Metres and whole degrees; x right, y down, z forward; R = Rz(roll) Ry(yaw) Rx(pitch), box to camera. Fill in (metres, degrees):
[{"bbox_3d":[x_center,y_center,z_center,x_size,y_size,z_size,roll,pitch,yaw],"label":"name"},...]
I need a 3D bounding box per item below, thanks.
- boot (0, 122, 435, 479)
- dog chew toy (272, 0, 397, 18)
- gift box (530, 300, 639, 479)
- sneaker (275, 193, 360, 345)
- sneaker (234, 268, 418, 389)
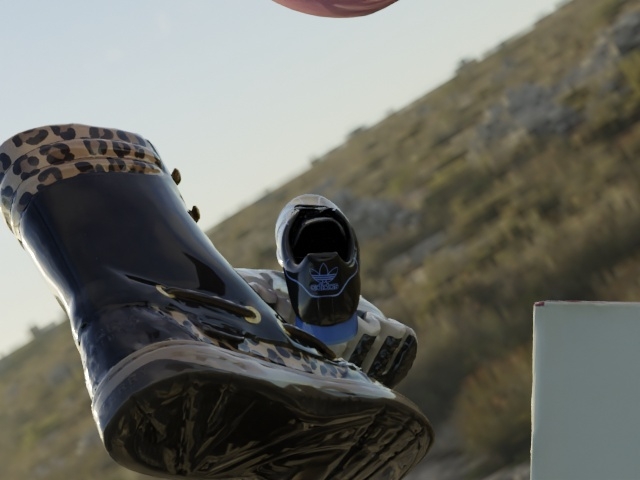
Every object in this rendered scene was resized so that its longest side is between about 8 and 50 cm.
[{"bbox_3d":[-0.083,0.065,1.344,0.138,0.284,0.377,-47,-35,17],"label":"boot"},{"bbox_3d":[-0.028,-0.303,1.069,0.206,0.332,0.206,-34,16,11],"label":"dog chew toy"},{"bbox_3d":[0.225,0.159,0.792,0.276,0.258,0.255,-3,-6,38],"label":"gift box"},{"bbox_3d":[0.000,0.000,1.569,0.081,0.090,0.232,-5,29,-5],"label":"sneaker"},{"bbox_3d":[-0.048,0.074,1.627,0.292,0.118,0.110,16,-64,-38],"label":"sneaker"}]
